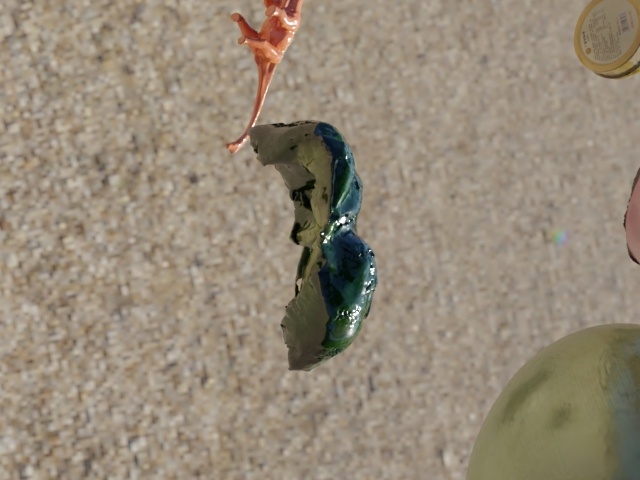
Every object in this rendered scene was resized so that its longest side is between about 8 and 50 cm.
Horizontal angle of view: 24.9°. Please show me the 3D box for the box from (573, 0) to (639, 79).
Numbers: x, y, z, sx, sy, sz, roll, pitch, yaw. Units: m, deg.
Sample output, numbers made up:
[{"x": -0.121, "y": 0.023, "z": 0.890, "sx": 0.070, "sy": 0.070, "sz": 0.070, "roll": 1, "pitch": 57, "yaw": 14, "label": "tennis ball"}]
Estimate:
[{"x": 0.350, "y": -0.243, "z": 1.713, "sx": 0.037, "sy": 0.106, "sz": 0.105, "roll": 15, "pitch": 64, "yaw": -43, "label": "box"}]

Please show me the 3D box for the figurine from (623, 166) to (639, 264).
[{"x": 0.428, "y": -0.048, "z": 1.169, "sx": 0.316, "sy": 0.284, "sz": 0.206, "roll": -138, "pitch": -153, "yaw": -67, "label": "figurine"}]

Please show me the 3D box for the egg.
[{"x": 0.260, "y": 0.208, "z": 1.392, "sx": 0.218, "sy": 0.295, "sz": 0.218, "roll": 32, "pitch": 32, "yaw": -22, "label": "egg"}]

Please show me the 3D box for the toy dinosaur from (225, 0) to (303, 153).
[{"x": -0.070, "y": -0.245, "z": 1.813, "sx": 0.101, "sy": 0.055, "sz": 0.279, "roll": 28, "pitch": 92, "yaw": -48, "label": "toy dinosaur"}]

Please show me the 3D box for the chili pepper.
[{"x": 0.007, "y": 0.003, "z": 1.517, "sx": 0.116, "sy": 0.148, "sz": 0.264, "roll": -3, "pitch": 87, "yaw": -32, "label": "chili pepper"}]
